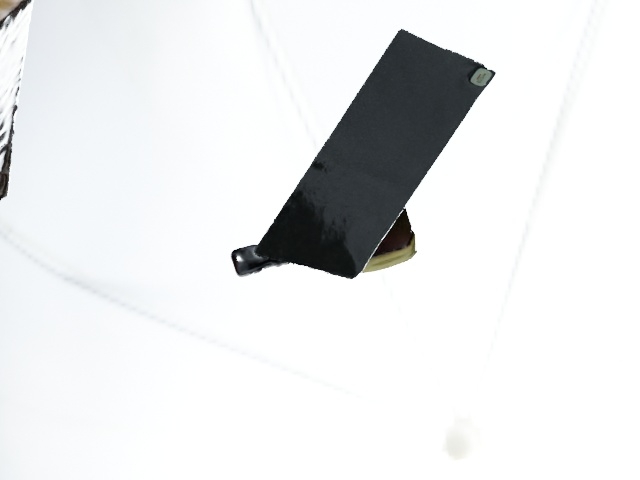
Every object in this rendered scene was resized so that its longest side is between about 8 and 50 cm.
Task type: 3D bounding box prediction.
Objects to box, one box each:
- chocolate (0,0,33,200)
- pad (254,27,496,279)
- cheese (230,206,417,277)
[{"bbox_3d":[-0.320,-0.128,1.503,0.112,0.112,0.321,-48,-13,-36],"label":"chocolate"},{"bbox_3d":[0.040,-0.056,1.242,0.116,0.004,0.193,17,-66,-47],"label":"pad"},{"bbox_3d":[0.000,0.000,1.557,0.162,0.086,0.036,-16,-19,-7],"label":"cheese"}]
